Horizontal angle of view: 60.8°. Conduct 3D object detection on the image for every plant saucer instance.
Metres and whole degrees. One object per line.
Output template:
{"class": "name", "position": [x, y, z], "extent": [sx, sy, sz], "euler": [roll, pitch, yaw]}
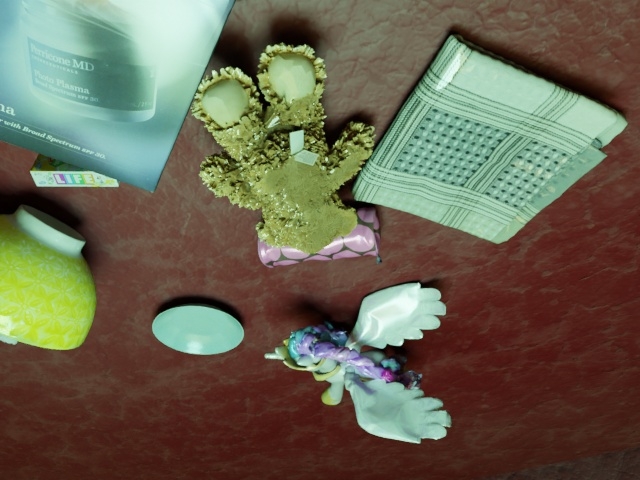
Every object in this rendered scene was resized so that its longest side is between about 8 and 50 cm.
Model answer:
{"class": "plant saucer", "position": [-0.262, 0.183, 1.182], "extent": [0.194, 0.038, 0.195], "euler": [0, 139, 0]}

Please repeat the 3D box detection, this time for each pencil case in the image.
{"class": "pencil case", "position": [0.000, 0.000, 0.944], "extent": [0.209, 0.095, 0.098], "euler": [-5, 169, 7]}

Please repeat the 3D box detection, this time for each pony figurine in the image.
{"class": "pony figurine", "position": [0.099, 0.268, 1.147], "extent": [0.350, 0.303, 0.363], "euler": [-4, 155, 17]}

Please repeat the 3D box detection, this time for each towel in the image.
{"class": "towel", "position": [0.250, -0.120, 0.833], "extent": [0.324, 0.056, 0.312], "euler": [15, 136, -19]}

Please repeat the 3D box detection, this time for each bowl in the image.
{"class": "bowl", "position": [-0.481, 0.036, 0.895], "extent": [0.289, 0.289, 0.156], "euler": [36, 85, -34]}

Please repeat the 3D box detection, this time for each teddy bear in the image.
{"class": "teddy bear", "position": [-0.051, -0.122, 0.774], "extent": [0.245, 0.113, 0.338], "euler": [-39, 139, 7]}

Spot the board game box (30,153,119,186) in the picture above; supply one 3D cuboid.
{"class": "board game box", "position": [-0.308, -0.134, 0.731], "extent": [0.103, 0.154, 0.026], "euler": [0, 138, -2]}

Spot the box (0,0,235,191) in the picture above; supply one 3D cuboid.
{"class": "box", "position": [-0.268, -0.248, 0.583], "extent": [0.296, 0.183, 0.294], "euler": [18, 134, -21]}

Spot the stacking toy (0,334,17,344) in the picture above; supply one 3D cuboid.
{"class": "stacking toy", "position": [-0.636, 0.118, 0.964], "extent": [0.221, 0.052, 0.167], "euler": [23, 154, -16]}
